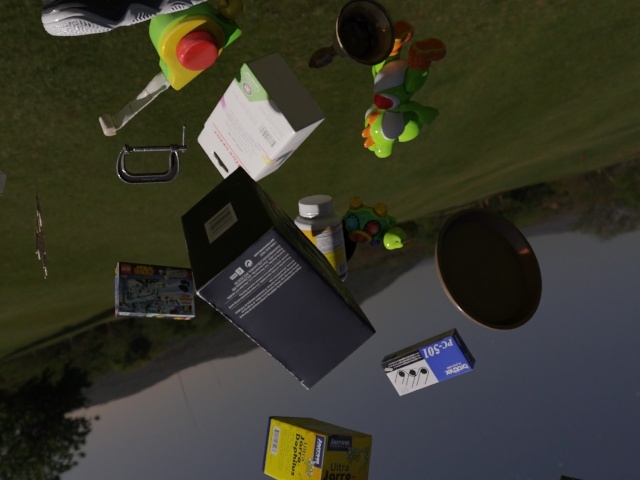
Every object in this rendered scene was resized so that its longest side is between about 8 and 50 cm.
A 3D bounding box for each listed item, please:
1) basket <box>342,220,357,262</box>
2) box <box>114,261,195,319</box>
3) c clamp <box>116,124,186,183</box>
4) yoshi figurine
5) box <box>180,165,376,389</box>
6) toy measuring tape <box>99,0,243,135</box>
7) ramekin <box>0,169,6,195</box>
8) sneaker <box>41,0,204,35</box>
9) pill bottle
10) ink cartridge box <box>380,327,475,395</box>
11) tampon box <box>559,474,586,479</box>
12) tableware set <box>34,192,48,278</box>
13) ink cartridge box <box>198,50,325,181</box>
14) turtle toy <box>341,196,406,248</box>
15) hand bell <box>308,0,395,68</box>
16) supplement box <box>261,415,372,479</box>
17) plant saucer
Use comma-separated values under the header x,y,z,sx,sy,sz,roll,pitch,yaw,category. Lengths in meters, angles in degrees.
x,y,z,sx,sy,sz,roll,pitch,yaw,category
-0.021,0.025,2.074,0.204,0.154,0.227,-37,-165,-33,basket
-0.292,0.090,1.093,0.137,0.094,0.027,8,151,-33,box
-0.375,-0.189,1.377,0.160,0.137,0.022,-10,-143,-17,c clamp
0.221,-0.393,1.656,0.203,0.204,0.362,6,136,-7,yoshi figurine
-0.095,0.061,1.230,0.179,0.312,0.343,-40,-150,3,box
-0.265,-0.299,1.009,0.330,0.121,0.121,-35,174,12,toy measuring tape
-0.775,-0.058,1.249,0.273,0.127,0.273,-50,-164,21,ramekin
-0.245,-0.363,0.785,0.101,0.153,0.268,13,-144,37,sneaker
0.000,0.000,1.538,0.117,0.215,0.117,-6,-160,2,pill bottle
0.257,0.294,1.489,0.207,0.097,0.046,-30,-174,30,ink cartridge box
0.573,0.588,1.287,0.120,0.102,0.161,15,-169,-8,tampon box
-0.605,-0.008,1.331,0.020,0.141,0.169,-6,154,-24,tableware set
-0.164,-0.288,1.583,0.119,0.207,0.353,-36,180,-38,ink cartridge box
0.099,-0.024,1.149,0.130,0.066,0.095,15,154,18,turtle toy
0.036,-0.388,1.253,0.126,0.126,0.242,-16,-173,-24,hand bell
-0.019,0.716,2.065,0.194,0.195,0.356,13,168,-33,supplement box
0.361,0.063,1.344,0.277,0.278,0.041,-15,166,-30,plant saucer
